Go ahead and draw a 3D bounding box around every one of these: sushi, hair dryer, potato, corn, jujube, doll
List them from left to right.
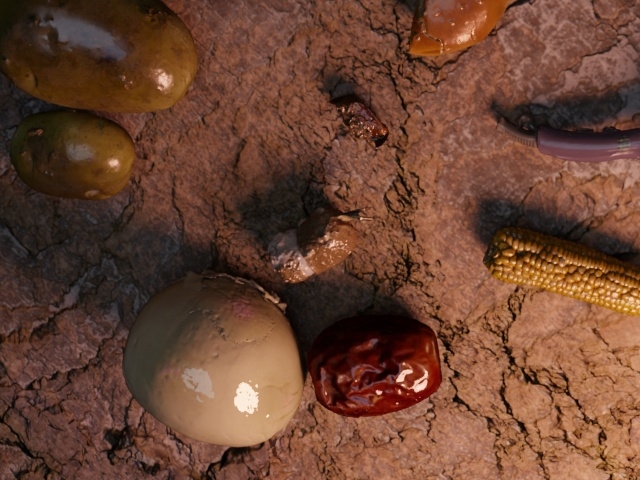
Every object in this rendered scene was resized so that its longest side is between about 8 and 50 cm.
[{"bbox_3d":[-0.455,-0.154,1.954,0.228,0.149,0.197,18,133,-2],"label":"potato"},{"bbox_3d":[-0.389,-0.358,1.860,0.359,0.219,0.270,11,118,3],"label":"potato"},{"bbox_3d":[0.002,-0.005,1.916,0.221,0.105,0.115,-38,130,20],"label":"doll"},{"bbox_3d":[0.067,-0.212,1.871,0.055,0.052,0.120,-43,94,6],"label":"sushi"},{"bbox_3d":[0.096,0.225,1.931,0.243,0.183,0.183,-11,103,9],"label":"jujube"},{"bbox_3d":[0.437,0.052,1.830,0.312,0.102,0.102,14,109,7],"label":"corn"},{"bbox_3d":[0.466,-0.208,1.752,0.361,0.121,0.301,0,97,20],"label":"hair dryer"}]

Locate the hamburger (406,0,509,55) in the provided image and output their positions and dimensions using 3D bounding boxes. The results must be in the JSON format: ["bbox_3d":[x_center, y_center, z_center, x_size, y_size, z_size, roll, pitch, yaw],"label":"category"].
[{"bbox_3d":[0.237,-0.425,1.717,0.156,0.144,0.283,19,107,8],"label":"hamburger"}]

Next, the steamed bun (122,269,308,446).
[{"bbox_3d":[-0.180,0.202,1.917,0.333,0.312,0.233,19,112,0],"label":"steamed bun"}]
